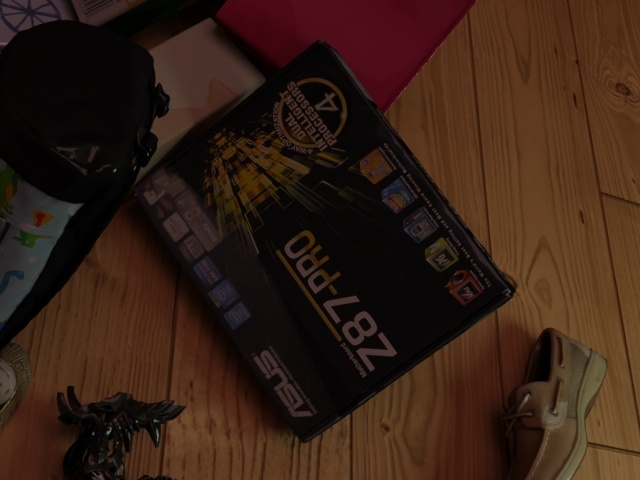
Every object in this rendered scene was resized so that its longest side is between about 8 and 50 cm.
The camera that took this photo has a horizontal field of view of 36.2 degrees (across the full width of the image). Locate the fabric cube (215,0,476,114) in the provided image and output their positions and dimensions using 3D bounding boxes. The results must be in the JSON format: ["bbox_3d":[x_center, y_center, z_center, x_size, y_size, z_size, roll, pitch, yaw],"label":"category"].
[{"bbox_3d":[0.037,-0.317,1.404,0.258,0.259,0.254,38,93,-3],"label":"fabric cube"}]

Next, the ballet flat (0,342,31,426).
[{"bbox_3d":[-0.374,0.183,1.049,0.073,0.067,0.206,34,51,-7],"label":"ballet flat"}]

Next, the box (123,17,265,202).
[{"bbox_3d":[-0.231,-0.156,1.287,0.121,0.148,0.311,47,52,3],"label":"box"}]

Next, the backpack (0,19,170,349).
[{"bbox_3d":[-0.339,-0.036,1.026,0.273,0.355,0.290,18,32,-14],"label":"backpack"}]

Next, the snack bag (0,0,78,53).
[{"bbox_3d":[-0.514,-0.374,1.333,0.342,0.037,0.323,-7,65,-33],"label":"snack bag"}]

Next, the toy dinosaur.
[{"bbox_3d":[-0.230,0.274,1.030,0.322,0.164,0.218,27,65,-42],"label":"toy dinosaur"}]

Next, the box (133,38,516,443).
[{"bbox_3d":[0.000,0.000,1.229,0.395,0.318,0.097,55,12,10],"label":"box"}]

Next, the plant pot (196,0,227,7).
[{"bbox_3d":[-0.157,-0.468,1.499,0.201,0.201,0.180,11,72,-23],"label":"plant pot"}]

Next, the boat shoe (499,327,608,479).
[{"bbox_3d":[0.300,0.254,1.358,0.110,0.121,0.341,37,40,1],"label":"boat shoe"}]

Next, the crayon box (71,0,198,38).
[{"bbox_3d":[-0.215,-0.434,1.372,0.318,0.081,0.202,-25,79,8],"label":"crayon box"}]
